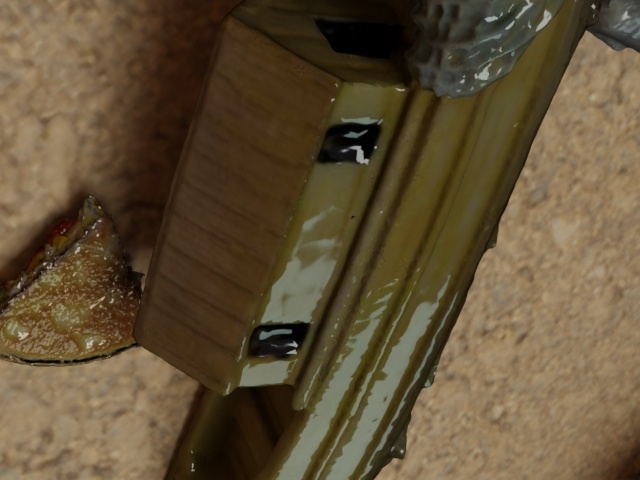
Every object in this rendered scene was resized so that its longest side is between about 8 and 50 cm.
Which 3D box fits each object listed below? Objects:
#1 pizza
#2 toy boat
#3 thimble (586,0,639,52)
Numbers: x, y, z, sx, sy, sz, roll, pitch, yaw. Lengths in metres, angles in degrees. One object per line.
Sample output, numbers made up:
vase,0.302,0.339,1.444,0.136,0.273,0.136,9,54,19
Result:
pizza,-0.125,0.032,0.731,0.100,0.029,0.099,-47,138,1
toy boat,0.000,0.000,0.685,0.162,0.136,0.445,-3,131,-28
thimble,0.190,-0.193,0.713,0.236,0.172,0.205,-33,125,-16
